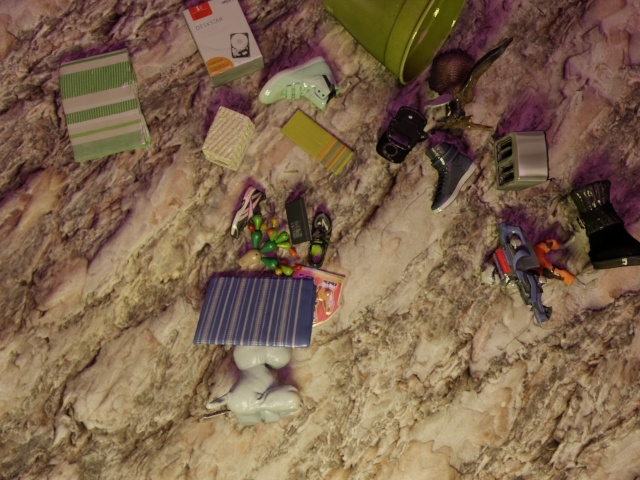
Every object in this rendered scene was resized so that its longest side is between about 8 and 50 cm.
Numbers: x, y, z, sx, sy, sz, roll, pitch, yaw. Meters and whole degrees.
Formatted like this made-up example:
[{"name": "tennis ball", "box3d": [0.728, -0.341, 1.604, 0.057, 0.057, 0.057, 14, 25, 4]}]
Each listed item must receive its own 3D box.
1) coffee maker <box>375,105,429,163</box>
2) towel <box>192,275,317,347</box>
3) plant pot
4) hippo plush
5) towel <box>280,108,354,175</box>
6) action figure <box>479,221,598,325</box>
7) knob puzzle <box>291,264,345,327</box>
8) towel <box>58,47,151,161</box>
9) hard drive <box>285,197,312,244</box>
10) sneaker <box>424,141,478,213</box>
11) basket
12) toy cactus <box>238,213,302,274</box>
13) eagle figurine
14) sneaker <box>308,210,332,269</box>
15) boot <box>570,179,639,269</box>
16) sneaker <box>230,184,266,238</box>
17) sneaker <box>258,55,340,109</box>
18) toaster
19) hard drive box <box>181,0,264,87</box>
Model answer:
[{"name": "coffee maker", "box3d": [0.234, -0.311, 1.394, 0.171, 0.178, 0.120, -37, 86, -7]}, {"name": "towel", "box3d": [-0.185, 0.210, 1.328, 0.336, 0.040, 0.243, 1, 47, 4]}, {"name": "plant pot", "box3d": [0.210, -0.733, 1.361, 0.353, 0.366, 0.366, 36, 85, 11]}, {"name": "hippo plush", "box3d": [-0.196, 0.409, 1.339, 0.295, 0.234, 0.236, 5, 55, -17]}, {"name": "towel", "box3d": [-0.010, -0.322, 1.465, 0.237, 0.021, 0.102, 38, 80, 1]}, {"name": "action figure", "box3d": [0.663, 0.117, 1.391, 0.331, 0.178, 0.341, -2, 61, 2]}, {"name": "knob puzzle", "box3d": [-0.024, 0.190, 1.421, 0.213, 0.030, 0.213, 0, 86, -3]}, {"name": "towel", "box3d": [-0.697, -0.435, 1.432, 0.248, 0.038, 0.324, -13, 88, -2]}, {"name": "hard drive", "box3d": [-0.071, -0.059, 1.407, 0.022, 0.094, 0.135, -8, 86, -36]}, {"name": "sneaker", "box3d": [0.382, -0.210, 1.432, 0.163, 0.086, 0.226, 39, 75, -10]}, {"name": "basket", "box3d": [-0.290, -0.322, 1.408, 0.113, 0.103, 0.167, 22, 86, 0]}, {"name": "toy cactus", "box3d": [-0.174, 0.033, 1.394, 0.181, 0.112, 0.219, -31, 105, 10]}, {"name": "eagle figurine", "box3d": [0.459, -0.503, 1.421, 0.227, 0.225, 0.298, 12, 96, 8]}, {"name": "sneaker", "box3d": [0.000, 0.000, 1.411, 0.067, 0.078, 0.188, 10, 85, -2]}, {"name": "boot", "box3d": [0.855, -0.052, 1.340, 0.131, 0.348, 0.260, -11, 91, 18]}, {"name": "sneaker", "box3d": [-0.226, -0.083, 1.413, 0.077, 0.072, 0.178, 24, 91, -11]}, {"name": "sneaker", "box3d": [-0.062, -0.474, 1.430, 0.256, 0.094, 0.151, -30, 82, -7]}, {"name": "toaster", "box3d": [0.633, -0.249, 1.407, 0.110, 0.186, 0.167, -3, 87, -7]}, {"name": "hard drive box", "box3d": [-0.311, -0.643, 1.437, 0.181, 0.089, 0.232, -24, 87, -5]}]
